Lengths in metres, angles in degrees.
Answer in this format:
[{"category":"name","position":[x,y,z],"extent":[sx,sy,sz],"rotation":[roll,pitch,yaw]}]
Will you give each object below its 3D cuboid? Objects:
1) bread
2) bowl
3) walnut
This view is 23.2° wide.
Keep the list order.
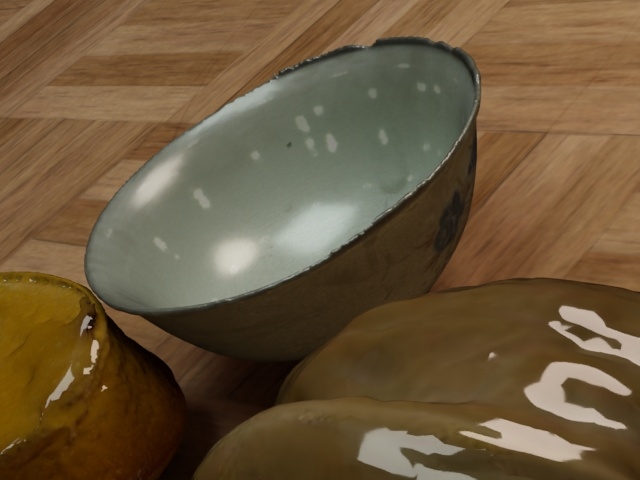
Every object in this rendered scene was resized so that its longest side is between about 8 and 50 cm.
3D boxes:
[{"category":"bread","position":[-0.211,0.125,1.111],"extent":[0.195,0.143,0.269],"rotation":[-47,34,-19]},{"category":"bowl","position":[0.000,0.000,1.123],"extent":[0.313,0.146,0.313],"rotation":[-24,27,13]},{"category":"walnut","position":[0.076,0.155,0.660],"extent":[0.285,0.285,0.296],"rotation":[-3,58,41]}]
